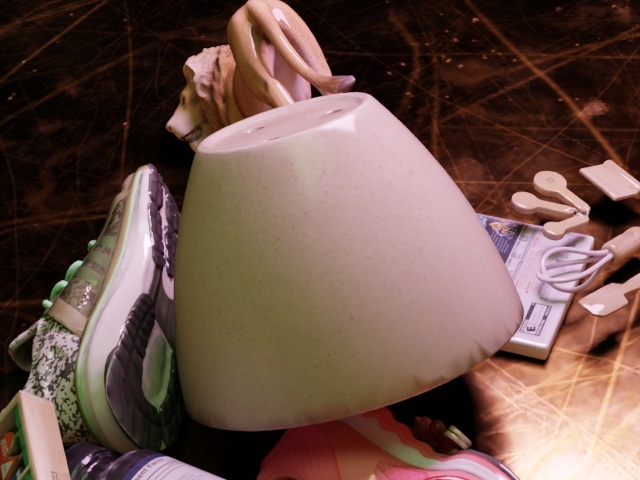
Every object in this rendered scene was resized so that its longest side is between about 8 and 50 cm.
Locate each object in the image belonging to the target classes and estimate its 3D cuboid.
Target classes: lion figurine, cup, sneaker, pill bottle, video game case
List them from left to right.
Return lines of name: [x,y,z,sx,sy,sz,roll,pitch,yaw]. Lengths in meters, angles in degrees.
sneaker: [-0.228,0.064,1.762,0.182,0.158,0.410,-14,31,14]
pill bottle: [-0.128,0.251,1.513,0.219,0.123,0.123,18,42,25]
lion figurine: [-0.055,-0.168,1.898,0.142,0.392,0.240,-20,73,-21]
cup: [0.000,0.000,1.636,0.331,0.237,0.331,-15,14,4]
sneaker: [0.072,0.244,1.544,0.314,0.116,0.136,25,55,40]
video game case: [0.178,0.041,1.845,0.173,0.022,0.190,12,41,18]

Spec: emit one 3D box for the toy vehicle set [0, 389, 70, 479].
toy vehicle set: [-0.261,0.271,1.473,0.035,0.166,0.267,25,24,-32]

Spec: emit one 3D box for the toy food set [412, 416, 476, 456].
toy food set: [0.115,0.186,1.591,0.078,0.122,0.019,45,79,-2]

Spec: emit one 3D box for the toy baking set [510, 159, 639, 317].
toy baking set: [0.307,0.002,1.860,0.197,0.030,0.256,-2,40,-12]

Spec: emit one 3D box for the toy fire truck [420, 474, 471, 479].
toy fire truck: [0.084,0.341,1.330,0.302,0.169,0.254,-32,70,-9]
